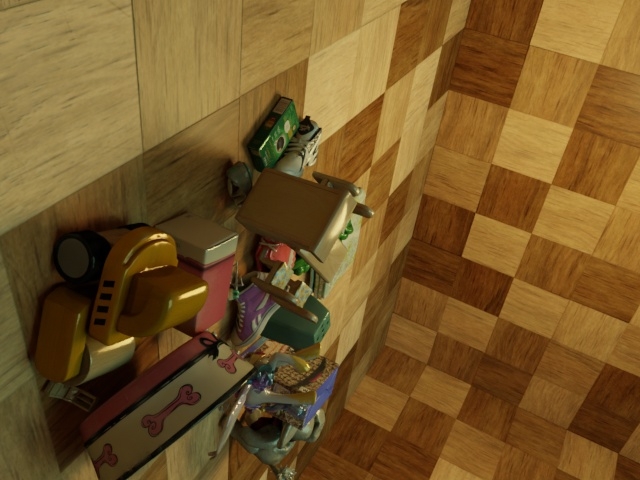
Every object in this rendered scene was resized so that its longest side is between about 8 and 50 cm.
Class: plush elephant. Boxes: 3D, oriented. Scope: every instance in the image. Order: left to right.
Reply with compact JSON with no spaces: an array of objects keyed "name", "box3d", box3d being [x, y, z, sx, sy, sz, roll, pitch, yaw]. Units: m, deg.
[{"name":"plush elephant","box3d":[-0.138,0.652,2.178,0.255,0.330,0.272,-48,155,5]}]

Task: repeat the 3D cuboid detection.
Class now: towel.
[{"name":"towel","box3d":[0.061,0.013,2.417,0.320,0.090,0.374,-50,155,-48]}]

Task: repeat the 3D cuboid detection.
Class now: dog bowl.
[{"name":"dog bowl","box3d":[-0.343,0.358,1.367,0.408,0.150,0.408,-38,176,-3]}]

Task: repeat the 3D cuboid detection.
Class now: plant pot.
[{"name":"plant pot","box3d":[-0.094,0.249,2.026,0.166,0.234,0.165,-56,158,-29]}]

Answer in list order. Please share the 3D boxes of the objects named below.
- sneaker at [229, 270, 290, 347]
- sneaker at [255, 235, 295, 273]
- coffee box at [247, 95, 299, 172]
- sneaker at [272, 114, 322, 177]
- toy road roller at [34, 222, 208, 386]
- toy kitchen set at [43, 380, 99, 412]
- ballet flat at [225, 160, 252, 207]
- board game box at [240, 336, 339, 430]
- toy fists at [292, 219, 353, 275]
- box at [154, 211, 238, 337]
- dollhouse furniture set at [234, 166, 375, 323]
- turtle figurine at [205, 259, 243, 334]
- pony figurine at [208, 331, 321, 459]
[{"name":"sneaker","box3d":[-0.228,0.198,1.855,0.161,0.102,0.282,21,115,-35]},{"name":"sneaker","box3d":[-0.129,0.004,1.835,0.136,0.116,0.314,-45,151,-46]},{"name":"coffee box","box3d":[-0.122,-0.279,1.642,0.184,0.040,0.113,-60,160,-21]},{"name":"sneaker","box3d":[-0.062,-0.271,1.737,0.235,0.094,0.153,-38,144,-56]},{"name":"toy road roller","box3d":[-0.359,0.133,1.155,0.202,0.240,0.330,-16,126,-66]},{"name":"toy kitchen set","box3d":[-0.489,0.294,1.240,0.068,0.075,0.083,-63,165,-15]},{"name":"ballet flat","box3d":[-0.201,-0.124,1.594,0.068,0.072,0.213,-33,151,-12]},{"name":"board game box","box3d":[-0.123,0.469,2.108,0.232,0.291,0.141,-36,143,-58]},{"name":"toy fists","box3d":[-0.003,0.012,2.117,0.279,0.096,0.142,-41,159,-8]},{"name":"box","box3d":[-0.295,0.076,1.409,0.127,0.148,0.232,-34,142,-57]},{"name":"dollhouse furniture set","box3d":[0.000,0.000,1.631,0.362,0.256,0.394,-60,146,-13]},{"name":"turtle figurine","box3d":[-0.281,0.129,1.576,0.175,0.118,0.234,-127,-127,-63]},{"name":"pony figurine","box3d":[-0.201,0.436,1.833,0.303,0.363,0.351,-114,-145,-64]}]
